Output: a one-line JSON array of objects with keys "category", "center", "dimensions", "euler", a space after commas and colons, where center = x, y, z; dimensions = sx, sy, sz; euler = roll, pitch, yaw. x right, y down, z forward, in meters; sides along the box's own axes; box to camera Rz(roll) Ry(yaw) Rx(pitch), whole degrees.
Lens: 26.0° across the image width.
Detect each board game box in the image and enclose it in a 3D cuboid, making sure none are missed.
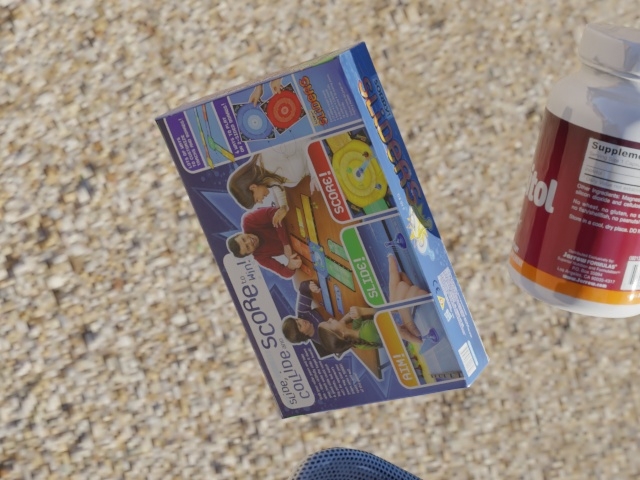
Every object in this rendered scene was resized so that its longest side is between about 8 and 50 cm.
[{"category": "board game box", "center": [0.000, 0.000, 0.808], "dimensions": [0.035, 0.136, 0.201], "euler": [-38, 110, -54]}]

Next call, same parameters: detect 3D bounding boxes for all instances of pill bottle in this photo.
[{"category": "pill bottle", "center": [0.161, -0.040, 0.777], "dimensions": [0.086, 0.086, 0.152], "euler": [-11, 118, -49]}]

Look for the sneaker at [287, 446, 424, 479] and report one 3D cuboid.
[{"category": "sneaker", "center": [-0.048, 0.194, 0.530], "dimensions": [0.366, 0.210, 0.137], "euler": [-4, 38, -28]}]
